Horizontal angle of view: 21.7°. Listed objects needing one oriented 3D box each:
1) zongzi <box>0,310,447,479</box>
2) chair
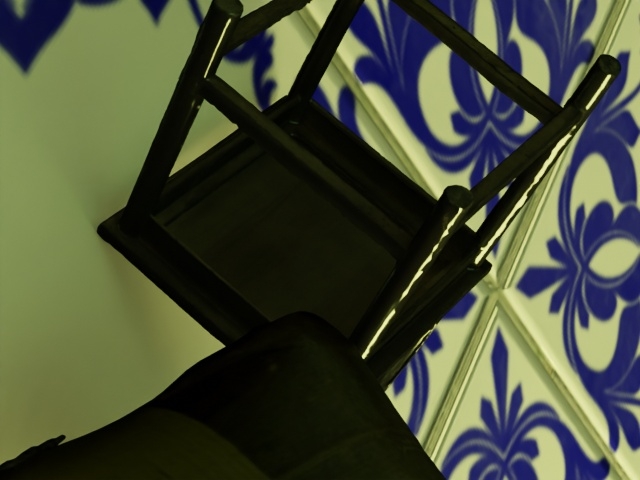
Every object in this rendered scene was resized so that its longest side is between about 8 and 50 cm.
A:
[{"bbox_3d":[-0.096,0.195,0.652,0.289,0.154,0.317,-24,153,-21],"label":"zongzi"},{"bbox_3d":[0.000,0.000,0.746,0.154,0.141,0.260,-39,165,-44],"label":"chair"}]
